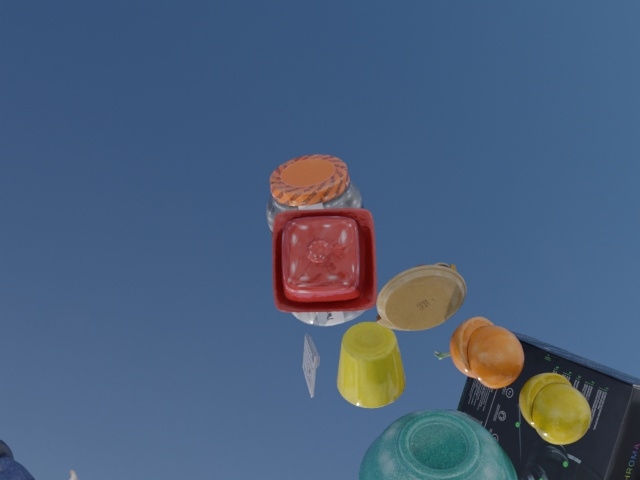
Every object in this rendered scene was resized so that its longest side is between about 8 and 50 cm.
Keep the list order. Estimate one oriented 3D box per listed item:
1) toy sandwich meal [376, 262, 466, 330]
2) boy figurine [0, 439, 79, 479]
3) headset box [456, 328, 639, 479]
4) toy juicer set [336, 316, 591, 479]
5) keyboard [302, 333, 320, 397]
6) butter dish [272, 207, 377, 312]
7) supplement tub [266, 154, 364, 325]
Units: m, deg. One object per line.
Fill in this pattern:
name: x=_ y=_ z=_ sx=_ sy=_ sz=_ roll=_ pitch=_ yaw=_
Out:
toy sandwich meal: x=0.084 y=0.046 z=0.593 sx=0.085 sy=0.029 sz=0.086 roll=-5 pitch=-48 yaw=-5
boy figurine: x=-0.301 y=0.327 z=0.709 sx=0.177 sy=0.285 sz=0.092 roll=-42 pitch=-36 yaw=-26
headset box: x=0.317 y=0.274 z=0.921 sx=0.131 sy=0.283 sz=0.246 roll=17 pitch=-90 yaw=-29
toy juicer set: x=0.135 y=0.194 z=0.585 sx=0.209 sy=0.329 sz=0.090 roll=-8 pitch=-54 yaw=-3
keyboard: x=-0.022 y=0.232 z=1.320 sx=0.014 sy=0.256 sz=0.072 roll=10 pitch=-90 yaw=-5
butter dish: x=0.002 y=0.022 z=1.023 sx=0.159 sy=0.118 sz=0.160 roll=-2 pitch=-100 yaw=5
supplement tub: x=0.000 y=0.000 z=1.404 sx=0.193 sy=0.193 sz=0.316 roll=-30 pitch=-51 yaw=-25
